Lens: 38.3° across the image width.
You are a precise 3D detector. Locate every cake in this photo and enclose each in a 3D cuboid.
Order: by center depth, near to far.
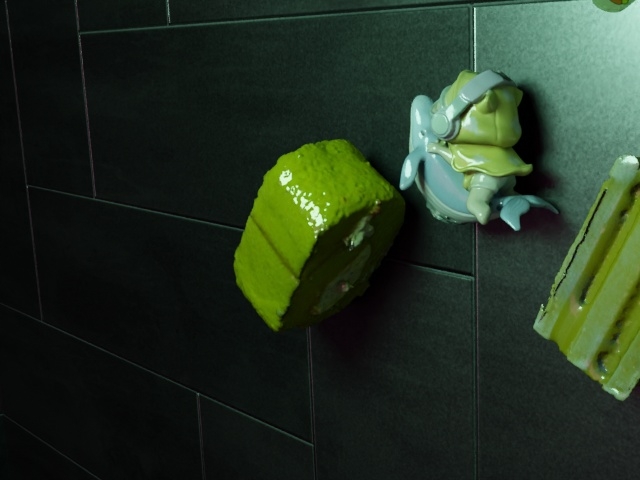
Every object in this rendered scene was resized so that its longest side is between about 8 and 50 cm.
[{"bbox_3d":[0.000,0.000,1.237,0.156,0.179,0.261,53,138,27],"label":"cake"}]

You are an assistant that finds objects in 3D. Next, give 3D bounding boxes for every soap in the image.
[{"bbox_3d":[0.326,0.035,0.942,0.135,0.076,0.233,42,128,35],"label":"soap"}]

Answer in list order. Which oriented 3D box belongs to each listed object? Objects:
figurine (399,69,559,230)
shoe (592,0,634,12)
[{"bbox_3d":[0.179,-0.096,1.047,0.208,0.128,0.184,44,128,22],"label":"figurine"},{"bbox_3d":[0.324,-0.271,0.840,0.262,0.128,0.140,68,154,14],"label":"shoe"}]
